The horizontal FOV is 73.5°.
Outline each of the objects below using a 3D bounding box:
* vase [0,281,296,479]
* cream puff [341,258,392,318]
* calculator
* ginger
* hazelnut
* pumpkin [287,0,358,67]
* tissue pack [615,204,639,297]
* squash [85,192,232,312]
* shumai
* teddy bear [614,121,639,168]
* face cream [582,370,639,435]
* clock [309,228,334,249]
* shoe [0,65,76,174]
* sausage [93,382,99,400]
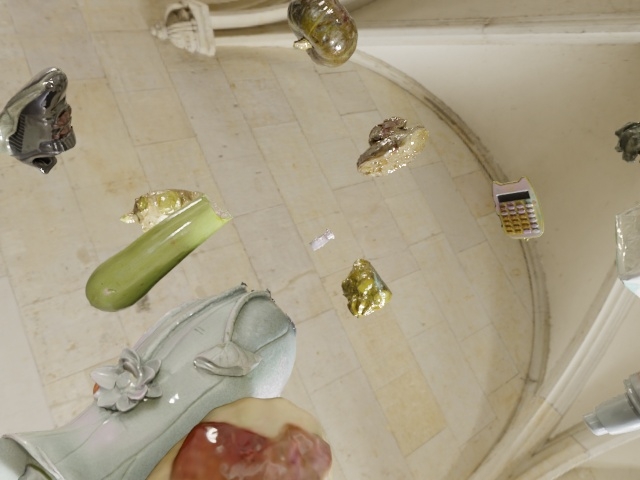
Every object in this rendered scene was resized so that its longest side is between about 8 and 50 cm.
[{"bbox_3d":[-0.222,0.242,0.649,0.250,0.445,0.249,9,-70,26],"label":"vase"},{"bbox_3d":[0.112,0.128,1.107,0.146,0.116,0.146,50,5,-6],"label":"cream puff"},{"bbox_3d":[0.686,-0.107,1.488,0.157,0.033,0.236,-6,-71,49],"label":"calculator"},{"bbox_3d":[-0.386,-0.073,1.073,0.157,0.217,0.102,142,-63,-63],"label":"ginger"},{"bbox_3d":[-0.092,0.333,0.517,0.241,0.261,0.261,44,-38,19],"label":"hazelnut"},{"bbox_3d":[-0.004,-0.566,1.160,0.219,0.162,0.219,51,0,0],"label":"pumpkin"},{"bbox_3d":[0.963,0.078,1.119,0.357,0.266,0.194,35,-37,-9],"label":"tissue pack"},{"bbox_3d":[-0.254,0.016,0.674,0.083,0.250,0.083,42,-17,17],"label":"squash"},{"bbox_3d":[0.122,-0.177,0.808,0.105,0.123,0.139,45,-67,22],"label":"shumai"},{"bbox_3d":[0.884,-0.293,0.999,0.224,0.358,0.366,37,45,-66],"label":"teddy bear"},{"bbox_3d":[0.544,0.252,0.679,0.252,0.101,0.101,-40,-111,29],"label":"face cream"},{"bbox_3d":[0.000,0.000,1.471,0.041,0.087,0.129,53,-10,-4],"label":"clock"},{"bbox_3d":[-0.461,-0.193,0.716,0.228,0.099,0.112,-22,-51,32],"label":"shoe"},{"bbox_3d":[-0.603,0.524,1.271,0.093,0.093,0.311,18,-61,54],"label":"sausage"}]
